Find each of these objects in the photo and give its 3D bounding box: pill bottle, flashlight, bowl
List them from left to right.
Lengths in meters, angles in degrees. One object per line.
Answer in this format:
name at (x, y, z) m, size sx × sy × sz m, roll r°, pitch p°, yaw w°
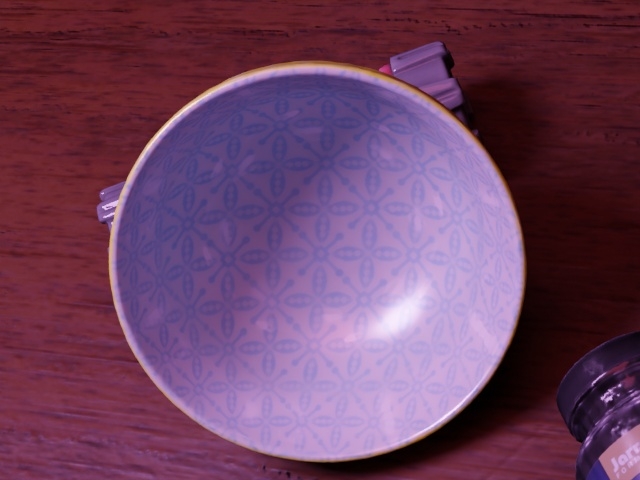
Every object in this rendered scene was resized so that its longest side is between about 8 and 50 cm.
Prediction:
flashlight at (-0.026, -0.059, 1.430) m, size 0.304 × 0.103 × 0.103 m, roll -20°, pitch 29°, yaw 8°
bowl at (0.000, 0.000, 1.314) m, size 0.289 × 0.289 × 0.156 m, roll -19°, pitch 15°, yaw 7°
pill bottle at (0.238, 0.168, 1.155) m, size 0.122 × 0.123 × 0.219 m, roll -27°, pitch 51°, yaw 1°
